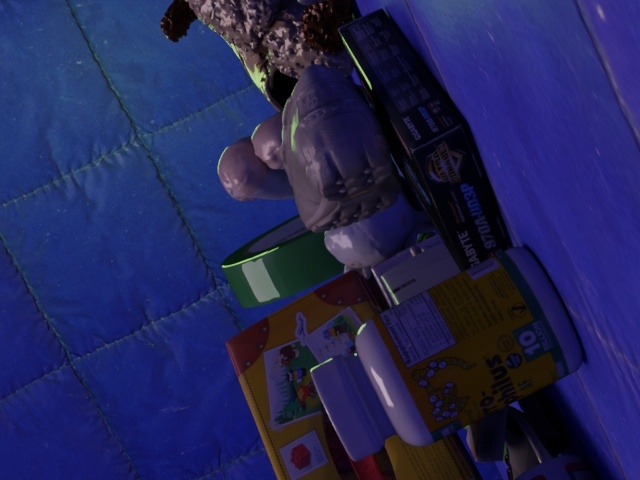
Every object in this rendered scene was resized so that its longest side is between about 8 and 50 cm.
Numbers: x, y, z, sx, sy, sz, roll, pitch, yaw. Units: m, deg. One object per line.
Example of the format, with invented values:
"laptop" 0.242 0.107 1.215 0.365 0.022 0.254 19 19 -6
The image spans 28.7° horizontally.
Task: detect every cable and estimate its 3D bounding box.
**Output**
"cable" 0.195 0.123 1.462 0.287 0.072 0.139 63 -174 3

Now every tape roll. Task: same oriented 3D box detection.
"tape roll" 0.000 0.000 1.986 0.077 0.321 0.321 63 -179 -7

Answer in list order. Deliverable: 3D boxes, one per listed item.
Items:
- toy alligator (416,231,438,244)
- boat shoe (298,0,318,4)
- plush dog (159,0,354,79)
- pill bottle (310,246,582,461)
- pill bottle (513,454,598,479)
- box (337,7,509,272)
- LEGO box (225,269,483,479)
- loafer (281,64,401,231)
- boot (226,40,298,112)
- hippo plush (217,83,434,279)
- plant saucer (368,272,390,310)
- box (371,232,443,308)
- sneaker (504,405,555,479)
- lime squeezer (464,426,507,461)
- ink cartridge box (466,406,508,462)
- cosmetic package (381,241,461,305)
"toy alligator" 0.168 0.034 1.772 0.190 0.056 0.051 -116 39 -55
"boat shoe" 0.004 -0.224 0.895 0.084 0.095 0.258 59 180 -7
"plush dog" -0.049 -0.274 1.506 0.225 0.211 0.262 37 180 5
"pill bottle" 0.102 0.100 1.049 0.118 0.208 0.117 64 180 -1
"pill bottle" 0.275 0.329 1.319 0.180 0.108 0.108 64 -179 35
"box" 0.097 -0.089 1.162 0.175 0.051 0.220 62 -178 -41
"LEGO box" 0.112 0.340 1.442 0.372 0.193 0.500 58 -177 -42
"loafer" 0.017 -0.084 1.234 0.319 0.112 0.112 95 155 -78
"boot" -0.085 -0.301 2.039 0.262 0.095 0.203 59 -179 -15
"hippo plush" 0.011 -0.054 1.667 0.237 0.234 0.294 61 -175 3
"plant saucer" 0.144 0.141 2.020 0.310 0.050 0.311 38 -153 -23
"box" 0.161 0.104 1.585 0.203 0.114 0.103 63 -179 10
"sneaker" 0.289 0.348 1.717 0.100 0.108 0.272 60 -173 -59
"lime squeezer" 0.287 0.335 1.851 0.310 0.110 0.059 43 -138 -5
"ink cartridge box" 0.222 0.206 1.761 0.179 0.045 0.146 -117 28 -69
"cosmetic package" 0.139 0.064 1.271 0.086 0.117 0.231 62 180 -8
